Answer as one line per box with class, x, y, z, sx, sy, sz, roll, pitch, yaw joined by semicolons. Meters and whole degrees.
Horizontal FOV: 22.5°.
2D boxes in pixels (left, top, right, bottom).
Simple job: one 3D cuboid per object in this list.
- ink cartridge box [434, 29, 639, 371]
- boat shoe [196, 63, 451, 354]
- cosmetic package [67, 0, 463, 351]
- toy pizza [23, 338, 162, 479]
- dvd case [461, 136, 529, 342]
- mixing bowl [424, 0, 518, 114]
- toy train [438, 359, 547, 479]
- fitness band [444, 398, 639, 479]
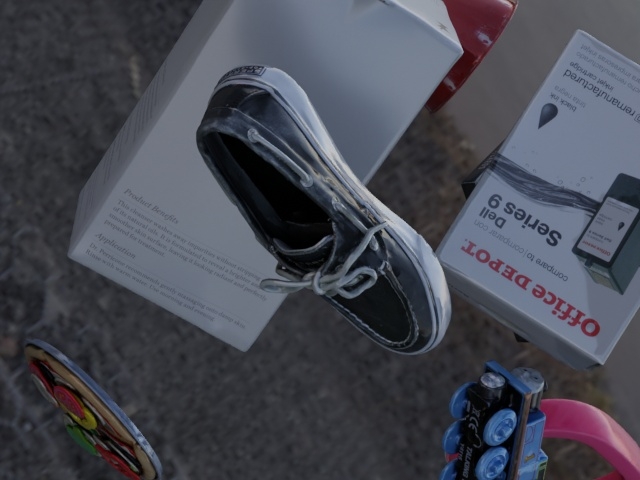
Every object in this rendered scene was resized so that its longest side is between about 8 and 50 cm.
ink cartridge box;0.273;-0.036;1.680;0.211;0.121;0.289;32;84;5
boat shoe;0.003;-0.001;1.331;0.306;0.113;0.105;58;34;-28
cosmetic package;-0.060;-0.111;1.570;0.217;0.385;0.156;31;18;-17
toy pizza;-0.241;0.182;1.656;0.032;0.201;0.201;-44;99;-19
dvd case;0.270;-0.014;2.103;0.179;0.029;0.238;-43;120;-43
mixing bowl;0.156;-0.260;2.029;0.098;0.181;0.181;37;44;-7
toy train;0.184;0.207;1.664;0.105;0.184;0.080;-18;38;-33
fitness band;0.274;0.272;1.952;0.291;0.209;0.054;40;39;-48
